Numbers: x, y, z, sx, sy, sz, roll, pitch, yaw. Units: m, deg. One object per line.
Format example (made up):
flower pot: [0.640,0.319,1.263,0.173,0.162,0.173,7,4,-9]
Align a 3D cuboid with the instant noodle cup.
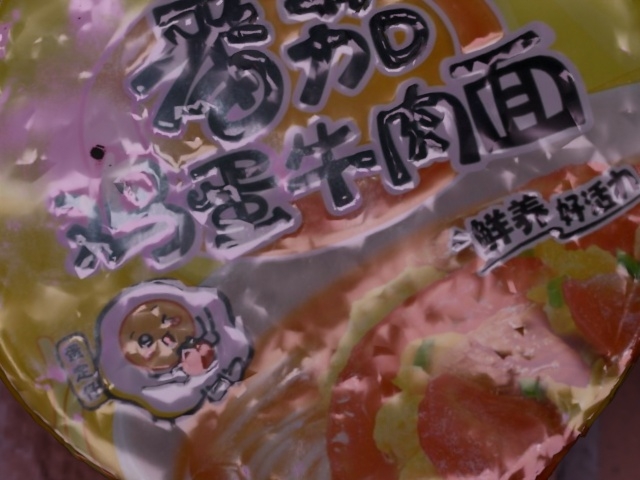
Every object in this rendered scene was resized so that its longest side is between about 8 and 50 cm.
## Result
instant noodle cup: [0.000,0.000,0.710,0.264,0.200,0.264,0,73,1]
